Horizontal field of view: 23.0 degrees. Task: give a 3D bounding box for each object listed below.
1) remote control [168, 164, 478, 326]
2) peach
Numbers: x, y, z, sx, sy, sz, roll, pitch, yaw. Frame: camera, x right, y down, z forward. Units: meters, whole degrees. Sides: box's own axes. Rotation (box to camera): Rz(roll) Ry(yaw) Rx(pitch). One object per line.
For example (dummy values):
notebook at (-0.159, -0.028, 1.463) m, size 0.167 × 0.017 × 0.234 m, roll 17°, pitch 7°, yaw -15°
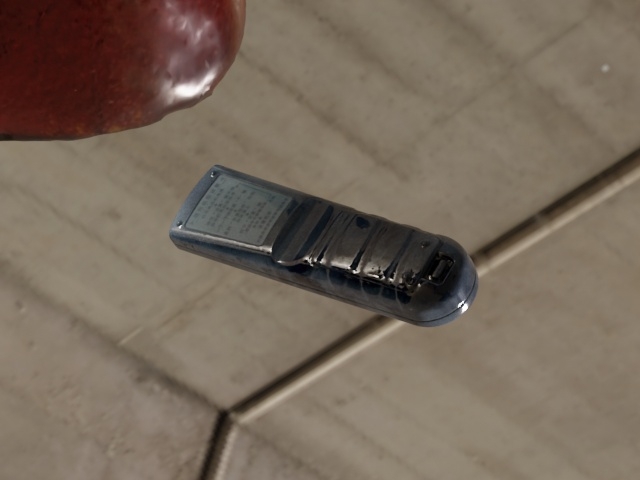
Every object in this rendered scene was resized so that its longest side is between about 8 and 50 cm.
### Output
remote control at (0.001, 0.001, 0.675) m, size 0.027 × 0.152 × 0.043 m, roll 46°, pitch -113°, yaw -48°
peach at (-0.174, -0.174, 0.925) m, size 0.275 × 0.245 × 0.248 m, roll 16°, pitch -119°, yaw 0°
